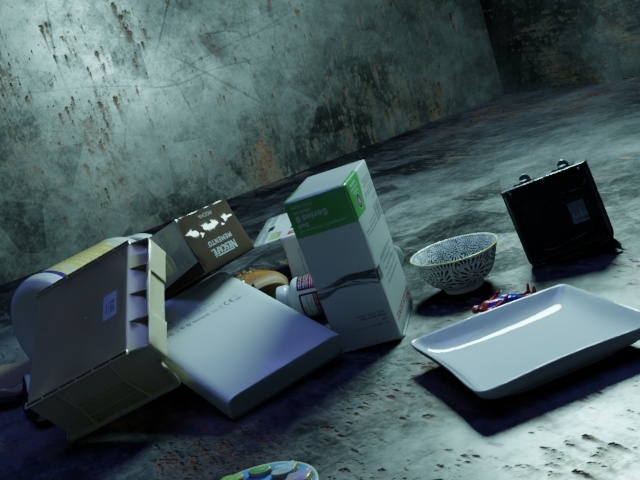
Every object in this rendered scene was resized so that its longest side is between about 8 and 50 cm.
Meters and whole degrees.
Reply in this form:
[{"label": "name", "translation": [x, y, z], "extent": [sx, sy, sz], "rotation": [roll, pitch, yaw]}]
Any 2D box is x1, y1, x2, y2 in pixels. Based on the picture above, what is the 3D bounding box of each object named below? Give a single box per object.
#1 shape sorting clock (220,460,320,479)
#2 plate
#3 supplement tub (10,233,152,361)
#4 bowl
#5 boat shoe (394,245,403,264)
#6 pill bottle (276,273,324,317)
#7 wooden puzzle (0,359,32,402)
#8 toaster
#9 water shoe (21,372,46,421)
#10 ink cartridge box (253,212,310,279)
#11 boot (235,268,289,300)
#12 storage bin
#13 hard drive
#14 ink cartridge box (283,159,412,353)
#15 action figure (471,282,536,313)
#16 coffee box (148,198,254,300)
[{"label": "shape sorting clock", "translation": [-0.098, 0.325, 1.173], "extent": [0.206, 0.040, 0.206], "rotation": [-16, 12, 4]}, {"label": "plate", "translation": [0.302, 0.148, 1.387], "extent": [0.278, 0.045, 0.277], "rotation": [-20, 12, -11]}, {"label": "supplement tub", "translation": [-0.470, 0.133, 2.076], "extent": [0.241, 0.241, 0.331], "rotation": [-9, 15, 35]}, {"label": "bowl", "translation": [0.259, 0.051, 1.795], "extent": [0.170, 0.080, 0.170], "rotation": [-16, 13, 4]}, {"label": "boat shoe", "translation": [0.072, 0.062, 2.040], "extent": [0.219, 0.078, 0.070], "rotation": [-15, 10, -28]}, {"label": "pill bottle", "translation": [-0.008, 0.106, 1.913], "extent": [0.152, 0.086, 0.086], "rotation": [-14, 13, 13]}, {"label": "wooden puzzle", "translation": [-0.677, 0.309, 2.072], "extent": [0.220, 0.044, 0.238], "rotation": [-13, 9, 24]}, {"label": "toaster", "translation": [0.449, -0.049, 1.789], "extent": [0.168, 0.186, 0.110], "rotation": [-22, 8, 19]}, {"label": "water shoe", "translation": [-0.525, 0.305, 1.843], "extent": [0.080, 0.073, 0.203], "rotation": [1, 8, -25]}, {"label": "ink cartridge box", "translation": [0.000, 0.000, 2.267], "extent": [0.271, 0.130, 0.309], "rotation": [-15, 12, 8]}, {"label": "boot", "translation": [-0.208, 0.122, 2.070], "extent": [0.283, 0.109, 0.220], "rotation": [-21, 11, -8]}, {"label": "storage bin", "translation": [-0.366, 0.162, 1.652], "extent": [0.260, 0.123, 0.262], "rotation": [-28, 43, 18]}, {"label": "hard drive", "translation": [-0.161, 0.171, 1.680], "extent": [0.233, 0.047, 0.353], "rotation": [-29, 32, -29]}, {"label": "ink cartridge box", "translation": [0.057, 0.026, 1.704], "extent": [0.121, 0.289, 0.211], "rotation": [-17, 12, 16]}, {"label": "action figure", "translation": [0.310, 0.101, 1.633], "extent": [0.115, 0.030, 0.038], "rotation": [-22, 18, -12]}, {"label": "coffee box", "translation": [-0.298, 0.050, 1.877], "extent": [0.297, 0.119, 0.168], "rotation": [-31, -1, 35]}]
